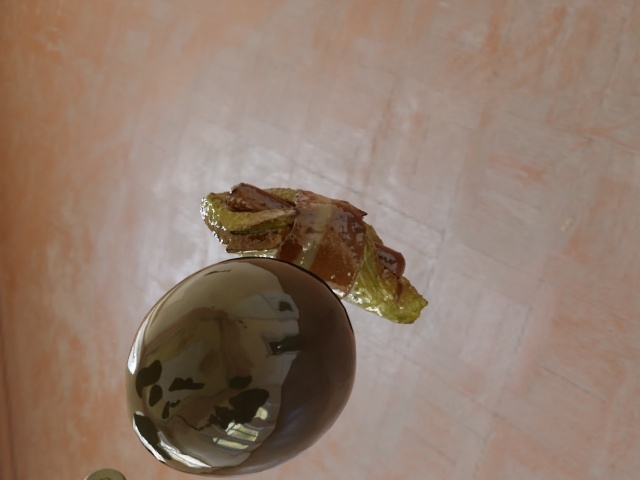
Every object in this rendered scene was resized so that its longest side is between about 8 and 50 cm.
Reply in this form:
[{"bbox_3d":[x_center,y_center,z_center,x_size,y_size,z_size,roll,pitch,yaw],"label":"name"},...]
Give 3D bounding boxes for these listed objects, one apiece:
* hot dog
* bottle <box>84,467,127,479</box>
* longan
[{"bbox_3d":[0.003,-0.003,1.086,0.093,0.262,0.123,-63,10,18],"label":"hot dog"},{"bbox_3d":[-0.225,0.294,1.102,0.047,0.063,0.101,-110,19,-57],"label":"bottle"},{"bbox_3d":[-0.067,0.111,0.920,0.197,0.220,0.196,19,119,38],"label":"longan"}]
